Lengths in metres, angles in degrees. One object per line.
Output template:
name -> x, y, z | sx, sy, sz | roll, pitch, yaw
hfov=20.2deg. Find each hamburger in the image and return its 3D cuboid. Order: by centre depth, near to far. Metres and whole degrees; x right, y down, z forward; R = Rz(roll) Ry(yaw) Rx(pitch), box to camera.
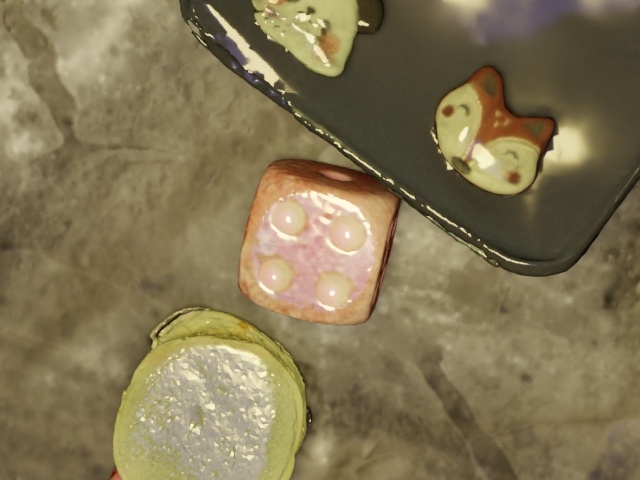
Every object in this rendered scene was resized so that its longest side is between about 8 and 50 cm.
hamburger -> -0.074, 0.123, 1.242 | 0.133, 0.062, 0.140 | 16, 99, 2

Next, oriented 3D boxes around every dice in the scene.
dice -> 0.000, 0.000, 1.189 | 0.093, 0.094, 0.091 | 14, 102, 6

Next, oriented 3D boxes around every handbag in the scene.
handbag -> 0.112, -0.179, 1.094 | 0.303, 0.122, 0.329 | 37, 96, -1

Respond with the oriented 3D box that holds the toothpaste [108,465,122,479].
toothpaste -> -0.150, 0.253, 1.293 | 0.096, 0.061, 0.266 | 30, 95, 0
